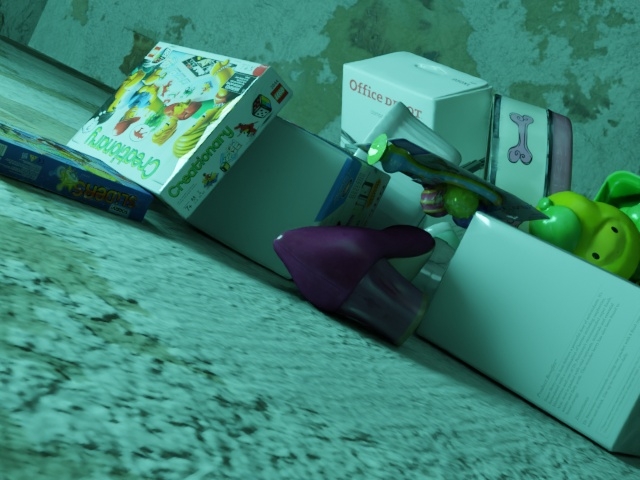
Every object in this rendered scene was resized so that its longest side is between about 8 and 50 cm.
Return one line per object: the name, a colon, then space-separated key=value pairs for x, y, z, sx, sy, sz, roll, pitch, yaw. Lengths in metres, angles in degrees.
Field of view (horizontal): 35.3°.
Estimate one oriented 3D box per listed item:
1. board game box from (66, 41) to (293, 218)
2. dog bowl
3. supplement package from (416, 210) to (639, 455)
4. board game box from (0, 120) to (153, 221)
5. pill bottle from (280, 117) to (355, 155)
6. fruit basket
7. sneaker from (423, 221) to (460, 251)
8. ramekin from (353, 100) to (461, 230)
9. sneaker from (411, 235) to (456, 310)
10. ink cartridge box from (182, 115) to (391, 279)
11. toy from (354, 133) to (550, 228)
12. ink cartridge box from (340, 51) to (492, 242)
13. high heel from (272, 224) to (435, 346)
board game box: x=-0.182 y=-0.146 z=1.235 sx=0.053 sy=0.193 sz=0.305 roll=46 pitch=-13 yaw=-34
dog bowl: x=0.385 y=-0.072 z=1.924 sx=0.151 sy=0.407 sz=0.408 roll=5 pitch=2 yaw=8
supplement package: x=0.301 y=0.112 z=1.222 sx=0.293 sy=0.177 sz=0.175 roll=31 pitch=7 yaw=39
board game box: x=-0.296 y=-0.085 z=1.084 sx=0.201 sy=0.035 sz=0.136 roll=21 pitch=7 yaw=-42
pill bottle: x=0.022 y=-0.091 z=1.909 sx=0.319 sy=0.176 sz=0.176 roll=24 pitch=6 yaw=-19
fruit basket: x=0.496 y=0.055 z=1.685 sx=0.283 sy=0.392 sz=0.392 roll=29 pitch=6 yaw=27
sneaker: x=0.232 y=0.080 z=1.875 sx=0.256 sy=0.094 sz=0.151 roll=75 pitch=-5 yaw=-70
ramekin: x=0.101 y=-0.066 z=1.565 sx=0.135 sy=0.277 sz=0.277 roll=34 pitch=6 yaw=4
sneaker: x=0.218 y=0.082 z=1.538 sx=0.169 sy=0.108 sz=0.292 roll=24 pitch=15 yaw=5
ink cartridge box: x=-0.036 y=-0.058 z=1.322 sx=0.168 sy=0.171 sz=0.233 roll=29 pitch=6 yaw=15
toy: x=0.161 y=-0.059 z=1.299 sx=0.237 sy=0.056 sz=0.137 roll=29 pitch=-11 yaw=-22
ink cartridge box: x=0.185 y=-0.161 z=2.085 sx=0.166 sy=0.394 sz=0.285 roll=-18 pitch=32 yaw=-33
high heel: x=0.042 y=0.006 z=1.247 sx=0.181 sy=0.127 sz=0.377 roll=36 pitch=8 yaw=-4
